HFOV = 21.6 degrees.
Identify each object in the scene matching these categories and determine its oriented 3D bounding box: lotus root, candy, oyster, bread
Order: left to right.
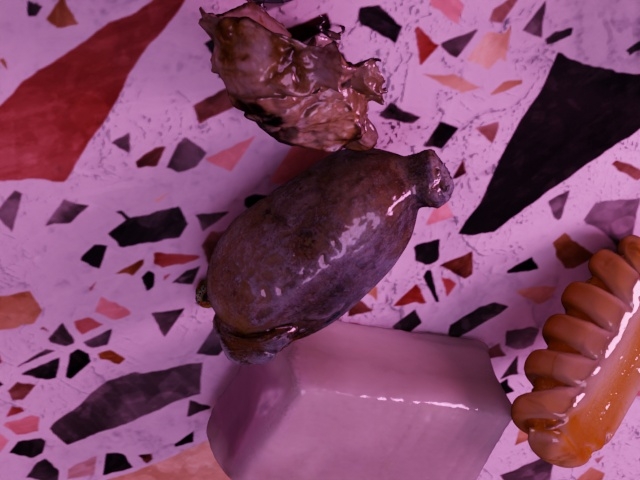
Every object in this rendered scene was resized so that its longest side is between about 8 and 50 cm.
[{"bbox_3d":[-0.102,0.073,2.077,0.123,0.035,0.035,13,157,-39],"label":"candy"},{"bbox_3d":[-0.018,-0.171,1.759,0.133,0.198,0.337,-53,166,7],"label":"oyster"},{"bbox_3d":[-0.001,-0.002,1.953,0.349,0.175,0.175,-41,131,17],"label":"lotus root"},{"bbox_3d":[0.055,0.226,2.185,0.359,0.145,0.208,10,126,-27],"label":"candy"},{"bbox_3d":[0.350,0.140,2.161,0.311,0.121,0.173,-57,141,-9],"label":"bread"}]

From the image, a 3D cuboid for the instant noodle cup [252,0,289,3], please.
[{"bbox_3d":[-0.051,-0.318,1.673,0.208,0.125,0.177,8,127,-25],"label":"instant noodle cup"}]
